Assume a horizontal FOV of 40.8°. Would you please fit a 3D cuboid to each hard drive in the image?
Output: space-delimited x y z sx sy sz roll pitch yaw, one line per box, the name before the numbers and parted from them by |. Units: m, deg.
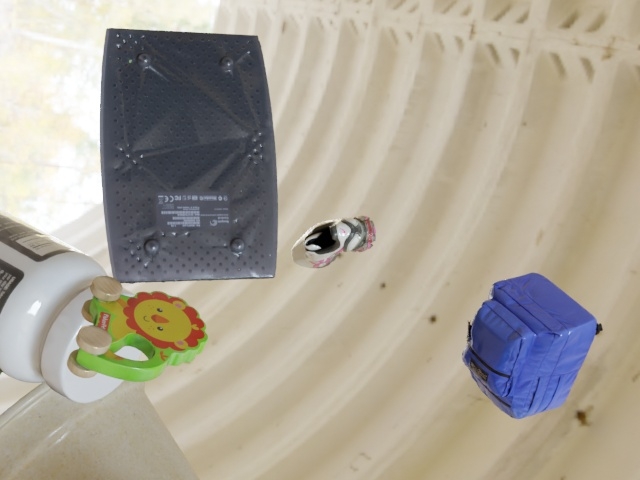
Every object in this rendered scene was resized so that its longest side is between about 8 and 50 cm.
hard drive | -0.132 -0.082 0.857 0.054 0.172 0.254 144 -57 -70

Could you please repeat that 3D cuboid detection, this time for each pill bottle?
pill bottle | -0.343 0.066 0.985 0.278 0.162 0.162 25 -66 25

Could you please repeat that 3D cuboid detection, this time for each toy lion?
toy lion | -0.132 0.070 0.644 0.100 0.096 0.034 -96 -150 -58

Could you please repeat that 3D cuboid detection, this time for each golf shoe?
golf shoe | 0.000 0.000 1.345 0.186 0.086 0.067 -25 -110 52

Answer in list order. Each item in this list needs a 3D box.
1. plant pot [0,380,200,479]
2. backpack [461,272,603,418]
plant pot | -0.304 0.368 1.202 0.305 0.334 0.334 47 -40 9
backpack | 0.186 0.105 0.812 0.098 0.101 0.120 -128 -144 -47
